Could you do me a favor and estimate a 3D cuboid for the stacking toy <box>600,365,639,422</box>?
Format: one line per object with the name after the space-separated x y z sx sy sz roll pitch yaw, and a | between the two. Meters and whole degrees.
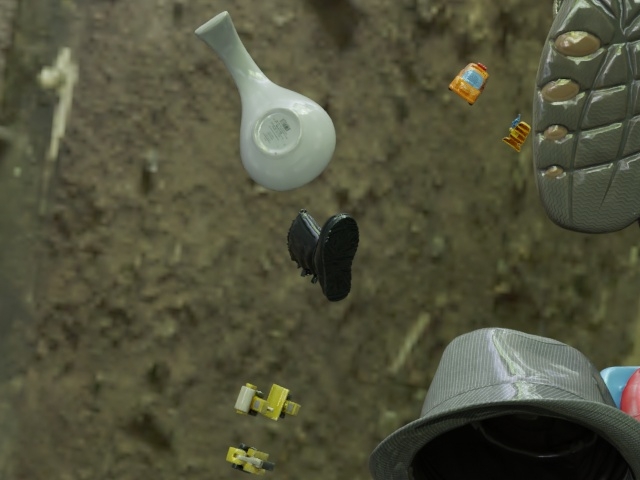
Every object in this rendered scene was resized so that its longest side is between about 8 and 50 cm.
0.421 0.139 1.522 0.302 0.165 0.175 122 -36 -49 | stacking toy

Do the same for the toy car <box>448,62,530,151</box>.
0.194 -0.153 1.692 0.040 0.122 0.060 -55 160 25 | toy car

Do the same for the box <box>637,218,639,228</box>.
0.335 -0.002 1.366 0.190 0.045 0.184 0 72 -59 | box

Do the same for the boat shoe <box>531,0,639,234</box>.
0.243 -0.177 1.180 0.130 0.132 0.355 8 96 -82 | boat shoe

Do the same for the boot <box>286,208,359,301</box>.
0.001 0.000 1.718 0.045 0.099 0.121 -15 130 -22 | boot

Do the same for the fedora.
0.174 0.163 1.344 0.275 0.243 0.124 37 40 -35 | fedora

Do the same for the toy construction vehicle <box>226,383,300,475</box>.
-0.051 0.173 1.407 0.086 0.035 0.098 -68 156 -9 | toy construction vehicle

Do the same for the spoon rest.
-0.078 -0.190 2.146 0.276 0.137 0.084 60 5 20 | spoon rest
